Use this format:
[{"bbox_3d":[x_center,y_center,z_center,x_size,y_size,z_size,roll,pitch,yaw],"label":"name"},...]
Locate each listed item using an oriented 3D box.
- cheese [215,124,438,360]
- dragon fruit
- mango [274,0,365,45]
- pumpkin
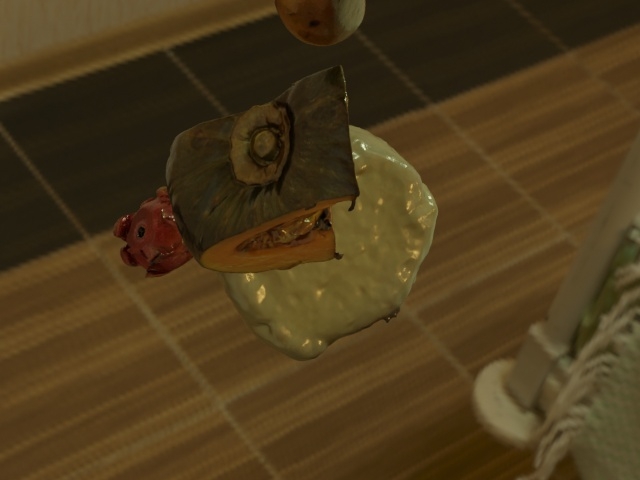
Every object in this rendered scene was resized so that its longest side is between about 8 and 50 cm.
[{"bbox_3d":[0.000,0.000,1.945,0.318,0.326,0.115,9,13,-23],"label":"cheese"},{"bbox_3d":[-0.197,-0.015,1.772,0.126,0.068,0.112,-13,53,20],"label":"dragon fruit"},{"bbox_3d":[-0.001,-0.289,1.664,0.090,0.178,0.115,36,72,24],"label":"mango"},{"bbox_3d":[-0.018,-0.060,1.398,0.190,0.280,0.139,7,73,-46],"label":"pumpkin"}]
